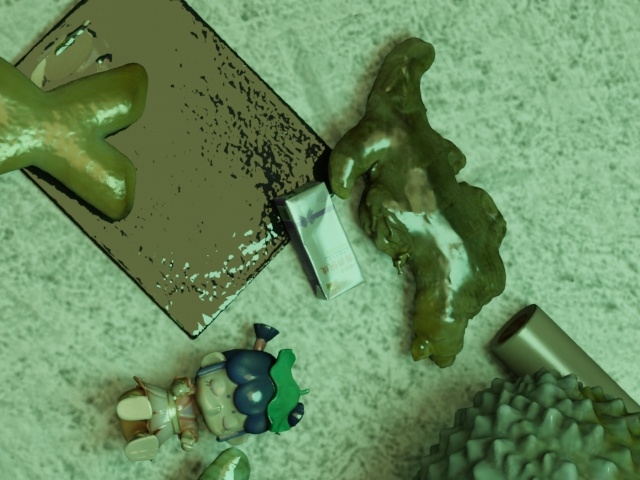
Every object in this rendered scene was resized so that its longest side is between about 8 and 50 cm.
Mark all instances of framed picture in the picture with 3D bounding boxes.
[{"bbox_3d":[-0.158,-0.097,1.883,0.324,0.013,0.244,45,77,-7],"label":"framed picture"}]

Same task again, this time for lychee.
[{"bbox_3d":[0.231,0.335,1.767,0.380,0.380,0.432,6,63,-14],"label":"lychee"}]

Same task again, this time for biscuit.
[{"bbox_3d":[-0.274,-0.111,1.813,0.208,0.047,0.164,8,83,-22],"label":"biscuit"}]

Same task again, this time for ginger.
[{"bbox_3d":[0.102,-0.036,1.909,0.166,0.080,0.333,-21,95,-26],"label":"ginger"}]

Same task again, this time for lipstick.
[{"bbox_3d":[0.289,0.177,1.946,0.254,0.070,0.070,44,78,-7],"label":"lipstick"}]

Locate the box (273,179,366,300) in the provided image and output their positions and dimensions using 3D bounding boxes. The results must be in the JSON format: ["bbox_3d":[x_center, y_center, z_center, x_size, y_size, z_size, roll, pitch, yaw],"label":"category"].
[{"bbox_3d":[0.000,0.000,1.894,0.051,0.036,0.117,-28,102,-16],"label":"box"}]

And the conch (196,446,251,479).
[{"bbox_3d":[-0.150,0.392,1.769,0.203,0.169,0.386,40,88,-32],"label":"conch"}]

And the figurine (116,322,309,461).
[{"bbox_3d":[-0.109,0.152,1.836,0.195,0.102,0.111,-10,101,-11],"label":"figurine"}]
